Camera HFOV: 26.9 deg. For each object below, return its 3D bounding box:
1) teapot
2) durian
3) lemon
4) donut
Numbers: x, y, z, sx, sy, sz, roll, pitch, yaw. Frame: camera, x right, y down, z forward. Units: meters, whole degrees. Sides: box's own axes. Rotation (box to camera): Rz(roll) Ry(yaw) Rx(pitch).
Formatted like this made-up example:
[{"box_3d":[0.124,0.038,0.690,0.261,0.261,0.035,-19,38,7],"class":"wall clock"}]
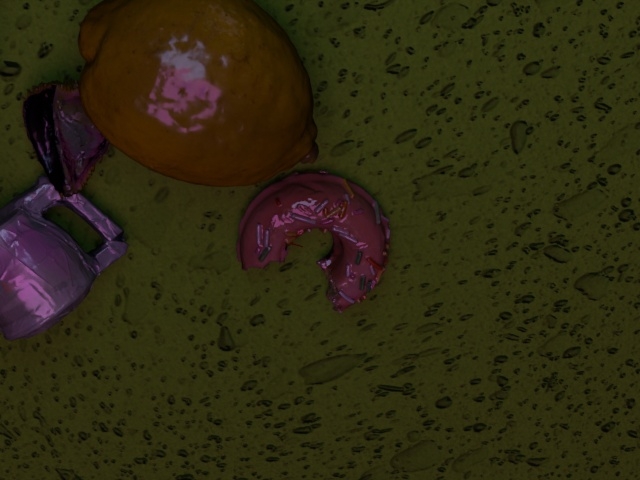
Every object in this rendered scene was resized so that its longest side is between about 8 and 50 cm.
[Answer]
[{"box_3d":[-0.409,0.023,1.930,0.221,0.163,0.178,-31,107,14],"class":"teapot"},{"box_3d":[-0.347,-0.161,1.885,0.108,0.119,0.186,-24,124,-31],"class":"durian"},{"box_3d":[-0.157,-0.206,1.759,0.316,0.285,0.285,16,118,12],"class":"lemon"},{"box_3d":[0.000,0.000,1.977,0.233,0.085,0.199,23,114,-15],"class":"donut"}]
